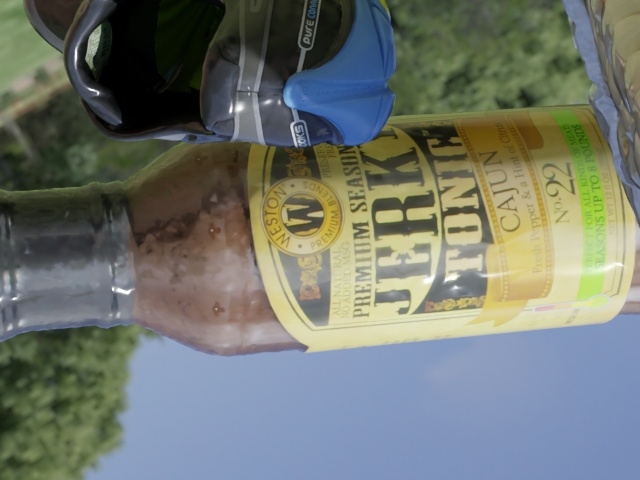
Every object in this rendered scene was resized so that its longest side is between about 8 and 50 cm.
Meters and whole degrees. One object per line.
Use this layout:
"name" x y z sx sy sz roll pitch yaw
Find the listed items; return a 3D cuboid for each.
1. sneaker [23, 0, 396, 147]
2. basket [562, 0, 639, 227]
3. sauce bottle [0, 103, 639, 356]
"sneaker" -0.051 -0.071 0.539 0.078 0.067 0.188 -7 -159 -31
"basket" 0.256 0.017 0.437 0.331 0.328 0.266 -17 -146 14
"sauce bottle" 0.000 0.000 0.804 0.344 0.111 0.111 -7 -177 -13
